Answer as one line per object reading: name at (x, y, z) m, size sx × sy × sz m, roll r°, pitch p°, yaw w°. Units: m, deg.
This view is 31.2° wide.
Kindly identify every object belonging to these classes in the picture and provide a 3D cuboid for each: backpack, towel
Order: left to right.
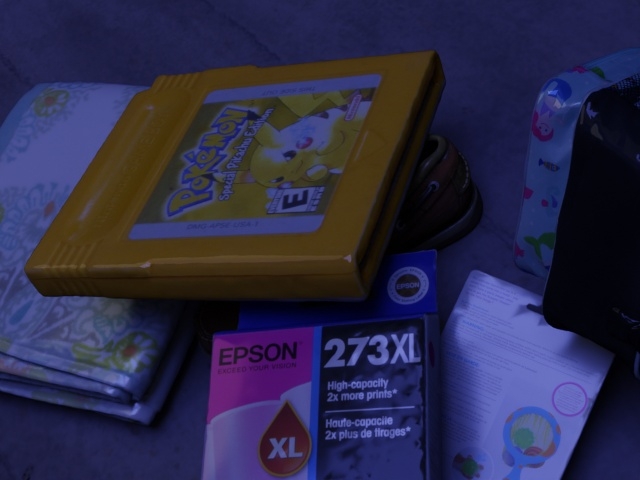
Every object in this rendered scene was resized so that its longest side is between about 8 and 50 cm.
towel at (-0.240, -0.004, 1.204) m, size 0.321 × 0.090 × 0.374 m, roll 9°, pitch 64°, yaw 26°
backpack at (0.279, -0.042, 0.879) m, size 0.254 × 0.225 × 0.191 m, roll -22°, pitch 41°, yaw -29°

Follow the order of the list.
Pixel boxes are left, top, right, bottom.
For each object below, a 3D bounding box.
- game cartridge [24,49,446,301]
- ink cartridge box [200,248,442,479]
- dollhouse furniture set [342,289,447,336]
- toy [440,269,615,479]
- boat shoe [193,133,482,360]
game cartridge at (-0.073, -0.063, 1.037) m, size 0.324 × 0.052 × 0.285 m, roll 0°, pitch 45°, yaw 24°
ink cartridge box at (0.002, 0.166, 0.866) m, size 0.176 × 0.069 × 0.370 m, roll -6°, pitch 57°, yaw 15°
dollhouse furniture set at (0.028, 0.138, 1.019) m, size 0.144 × 0.123 × 0.151 m, roll 26°, pitch 40°, yaw 32°
toy at (0.139, 0.158, 0.934) m, size 0.137 × 0.056 × 0.237 m, roll 22°, pitch 77°, yaw 23°
boat shoe at (0.000, 0.000, 1.071) m, size 0.307 × 0.104 × 0.110 m, roll -35°, pitch 52°, yaw 1°
